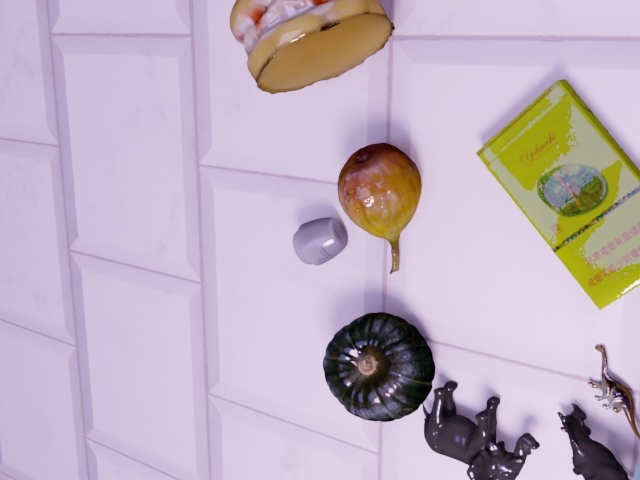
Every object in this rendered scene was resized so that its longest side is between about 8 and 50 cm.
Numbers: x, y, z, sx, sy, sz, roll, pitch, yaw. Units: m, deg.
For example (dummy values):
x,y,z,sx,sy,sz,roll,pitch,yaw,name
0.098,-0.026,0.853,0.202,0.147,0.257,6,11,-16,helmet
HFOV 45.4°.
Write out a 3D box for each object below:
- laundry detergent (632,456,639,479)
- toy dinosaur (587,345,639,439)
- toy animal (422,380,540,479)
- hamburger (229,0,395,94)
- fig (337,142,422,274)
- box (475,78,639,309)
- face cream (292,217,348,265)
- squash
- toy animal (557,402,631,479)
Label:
x,y,z,sx,sy,sz,roll,pitch,yaw,name
0.620,0.453,1.088,0.305,0.287,0.287,2,104,36,laundry detergent
0.493,0.267,1.286,0.058,0.037,0.180,-35,80,41,toy dinosaur
0.294,0.361,1.422,0.245,0.114,0.146,21,109,54,toy animal
-0.010,-0.406,1.343,0.302,0.261,0.187,-23,84,20,hamburger
0.117,-0.048,1.427,0.159,0.159,0.257,7,124,34,fig
0.423,-0.073,1.240,0.187,0.047,0.335,-44,77,36,box
0.000,0.000,1.538,0.095,0.091,0.091,-24,88,29,face cream
0.110,0.243,1.470,0.218,0.172,0.218,9,107,32,squash
0.457,0.386,1.267,0.084,0.233,0.148,-33,124,13,toy animal
